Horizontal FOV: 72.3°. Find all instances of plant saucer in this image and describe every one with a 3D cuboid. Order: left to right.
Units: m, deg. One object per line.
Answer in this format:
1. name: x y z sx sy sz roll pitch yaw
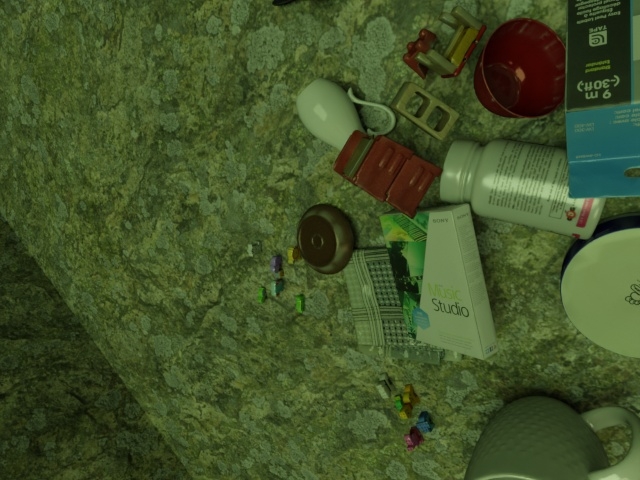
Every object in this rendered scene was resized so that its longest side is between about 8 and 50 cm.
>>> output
1. plant saucer: 0.000 0.000 1.200 0.199 0.036 0.198 9 105 38

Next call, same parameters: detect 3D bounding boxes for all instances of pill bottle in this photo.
1. pill bottle: 0.393 -0.112 0.860 0.283 0.160 0.160 17 115 26

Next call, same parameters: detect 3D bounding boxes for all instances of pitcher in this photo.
1. pitcher: 0.058 -0.297 1.040 0.178 0.125 0.207 -41 94 15

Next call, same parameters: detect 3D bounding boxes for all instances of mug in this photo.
1. mug: 0.495 0.468 0.905 0.276 0.328 0.374 47 125 8

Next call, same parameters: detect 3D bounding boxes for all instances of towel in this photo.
1. towel: 0.204 0.172 1.147 0.312 0.056 0.324 -4 106 33

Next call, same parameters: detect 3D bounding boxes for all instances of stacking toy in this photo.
1. stacking toy: -0.135 0.111 1.340 0.167 0.052 0.221 9 112 30

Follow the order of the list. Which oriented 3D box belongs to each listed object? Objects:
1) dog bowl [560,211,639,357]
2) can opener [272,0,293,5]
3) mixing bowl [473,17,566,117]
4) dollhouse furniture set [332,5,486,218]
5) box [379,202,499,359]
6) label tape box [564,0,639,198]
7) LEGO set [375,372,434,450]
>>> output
1. dog bowl: 0.606 0.085 0.833 0.265 0.104 0.264 11 113 29
2. can opener: -0.050 -0.591 1.028 0.186 0.073 0.059 16 124 37
3. mixing bowl: 0.361 -0.305 0.826 0.181 0.181 0.098 63 169 -2
4. dollhouse furniture set: 0.195 -0.254 0.909 0.152 0.201 0.374 27 101 -18
5. box: 0.254 0.084 0.970 0.232 0.058 0.322 0 106 60
6. label tape box: 0.520 -0.248 0.672 0.249 0.115 0.347 0 77 31
7. LEGO set: 0.238 0.484 1.216 0.087 0.093 0.227 -30 90 36
